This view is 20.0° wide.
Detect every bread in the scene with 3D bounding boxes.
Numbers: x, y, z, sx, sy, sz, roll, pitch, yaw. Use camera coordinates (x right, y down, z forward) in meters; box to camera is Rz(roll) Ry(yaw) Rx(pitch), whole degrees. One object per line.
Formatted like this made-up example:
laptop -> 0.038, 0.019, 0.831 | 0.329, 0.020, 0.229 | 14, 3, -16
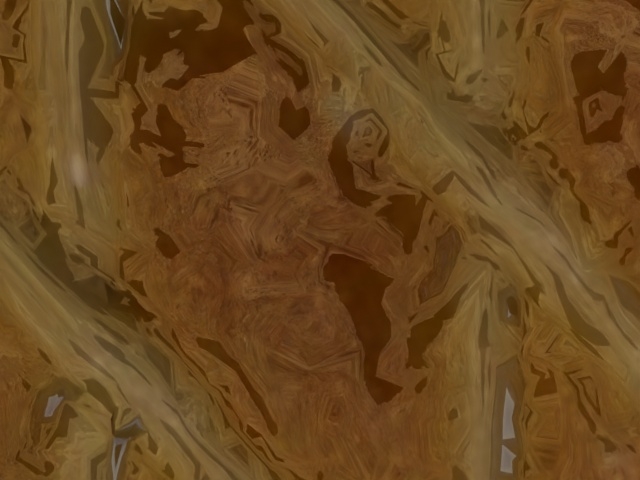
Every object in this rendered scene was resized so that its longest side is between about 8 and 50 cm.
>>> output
bread -> 0.000, 0.000, 0.529 | 0.371, 0.279, 0.390 | -22, -82, -1
